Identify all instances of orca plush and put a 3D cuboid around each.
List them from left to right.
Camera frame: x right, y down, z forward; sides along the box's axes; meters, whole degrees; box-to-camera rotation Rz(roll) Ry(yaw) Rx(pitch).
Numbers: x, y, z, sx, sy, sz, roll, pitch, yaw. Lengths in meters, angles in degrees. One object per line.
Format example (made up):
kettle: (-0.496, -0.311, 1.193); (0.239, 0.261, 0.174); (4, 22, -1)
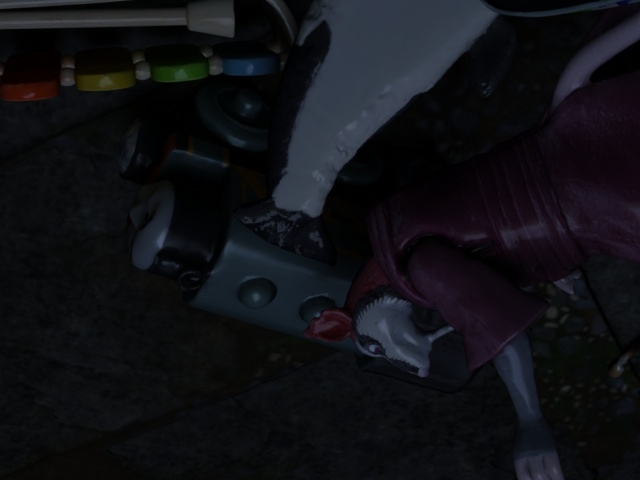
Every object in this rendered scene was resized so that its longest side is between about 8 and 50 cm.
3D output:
orca plush: (0.045, -0.122, 1.009); (0.151, 0.102, 0.287); (17, 95, -4)

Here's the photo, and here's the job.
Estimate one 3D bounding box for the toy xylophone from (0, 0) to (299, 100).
toy xylophone: (-0.159, -0.134, 1.036); (0.322, 0.236, 0.081); (-4, 105, 0)

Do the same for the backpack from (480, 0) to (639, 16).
backpack: (0.189, -0.251, 0.829); (0.253, 0.191, 0.225); (1, 125, 41)

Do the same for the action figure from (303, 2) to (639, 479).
action figure: (0.147, -0.025, 0.999); (0.370, 0.248, 0.276); (-25, 118, 8)

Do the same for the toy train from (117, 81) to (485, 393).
toy train: (0.000, 0.000, 1.180); (0.333, 0.190, 0.142); (19, 125, -22)

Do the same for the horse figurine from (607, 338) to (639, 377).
horse figurine: (0.398, 0.103, 1.401); (0.263, 0.066, 0.174); (15, 133, -16)
